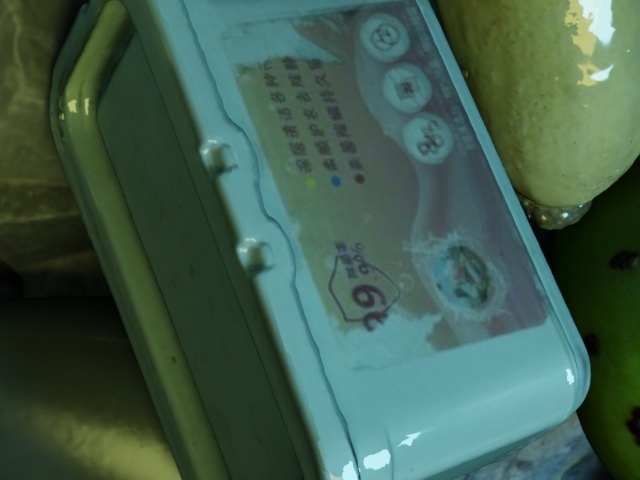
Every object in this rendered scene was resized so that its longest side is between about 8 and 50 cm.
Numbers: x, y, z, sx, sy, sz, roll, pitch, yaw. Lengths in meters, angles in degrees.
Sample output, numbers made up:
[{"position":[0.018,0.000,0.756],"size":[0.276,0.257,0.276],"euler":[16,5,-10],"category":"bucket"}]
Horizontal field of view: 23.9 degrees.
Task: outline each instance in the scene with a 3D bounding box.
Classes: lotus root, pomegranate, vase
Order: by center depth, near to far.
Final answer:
[{"position":[0.127,-0.151,0.828],"size":[0.131,0.146,0.303],"euler":[-8,112,13],"category":"lotus root"},{"position":[-0.157,0.090,0.874],"size":[0.321,0.173,0.173],"euler":[20,111,-25],"category":"vase"},{"position":[0.231,0.057,0.940],"size":[0.323,0.291,0.290],"euler":[-14,126,-8],"category":"pomegranate"}]

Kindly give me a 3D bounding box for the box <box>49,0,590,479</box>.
[{"position":[0.000,0.000,0.793],"size":[0.182,0.312,0.175],"euler":[-14,162,-29],"category":"box"}]
